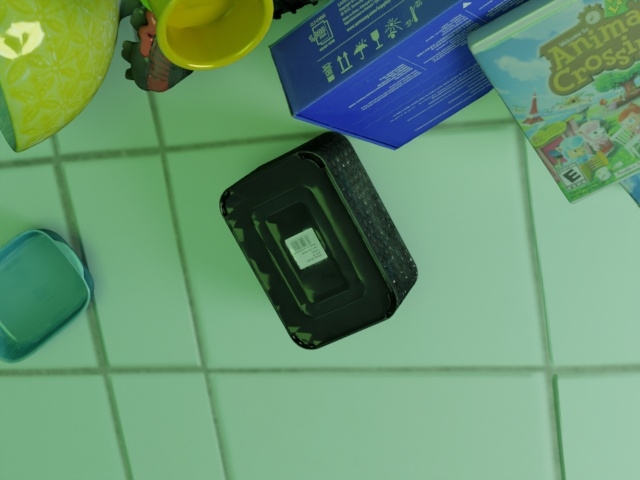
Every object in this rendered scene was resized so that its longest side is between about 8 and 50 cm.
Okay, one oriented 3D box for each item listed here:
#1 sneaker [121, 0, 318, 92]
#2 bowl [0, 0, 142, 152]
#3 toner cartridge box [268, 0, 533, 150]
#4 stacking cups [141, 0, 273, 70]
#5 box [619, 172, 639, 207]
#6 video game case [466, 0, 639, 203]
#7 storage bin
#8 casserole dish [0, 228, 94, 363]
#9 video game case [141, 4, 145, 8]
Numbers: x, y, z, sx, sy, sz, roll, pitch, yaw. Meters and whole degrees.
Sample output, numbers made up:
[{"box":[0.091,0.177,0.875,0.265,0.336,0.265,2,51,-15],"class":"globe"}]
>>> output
[{"box":[-0.067,-0.231,1.019,0.135,0.097,0.276,38,103,-2],"class":"sneaker"},{"box":[-0.254,-0.239,1.023,0.156,0.289,0.290,-21,103,-17],"class":"bowl"},{"box":[0.141,-0.201,0.919,0.347,0.165,0.075,-31,68,29],"class":"toner cartridge box"},{"box":[-0.135,-0.284,0.938,0.096,0.096,0.316,-43,54,26],"class":"stacking cups"},{"box":[0.276,-0.115,0.984,0.178,0.042,0.109,47,115,0],"class":"box"},{"box":[0.253,-0.140,0.896,0.212,0.023,0.193,-27,127,20],"class":"video game case"},{"box":[0.000,0.000,1.101,0.122,0.084,0.180,-25,99,25],"class":"storage bin"},{"box":[-0.326,0.059,1.264,0.188,0.037,0.114,-36,93,25],"class":"casserole dish"},{"box":[-0.181,-0.311,1.091,0.190,0.022,0.173,2,109,19],"class":"video game case"}]
